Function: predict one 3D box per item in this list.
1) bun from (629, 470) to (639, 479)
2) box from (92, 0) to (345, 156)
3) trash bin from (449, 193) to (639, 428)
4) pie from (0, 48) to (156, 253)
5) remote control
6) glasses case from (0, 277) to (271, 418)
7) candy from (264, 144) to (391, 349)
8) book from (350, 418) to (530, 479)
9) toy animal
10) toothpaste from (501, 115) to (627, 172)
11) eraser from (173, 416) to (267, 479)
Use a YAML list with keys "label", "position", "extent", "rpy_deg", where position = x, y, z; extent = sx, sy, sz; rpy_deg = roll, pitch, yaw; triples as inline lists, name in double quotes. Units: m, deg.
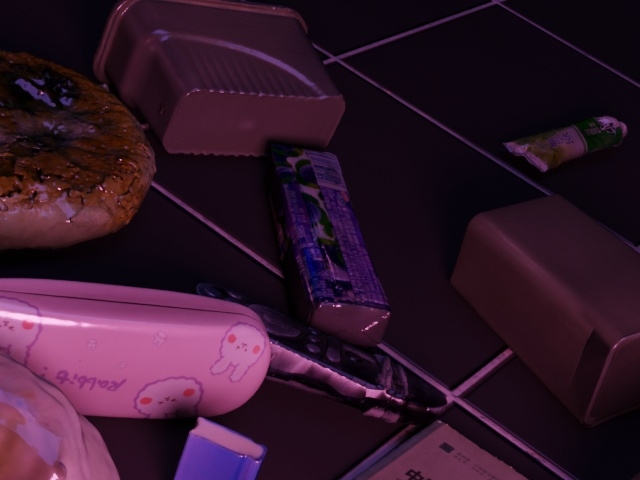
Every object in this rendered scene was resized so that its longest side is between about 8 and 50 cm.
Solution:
- label: "bun"
  position: [0.404, 0.300, 1.188]
  extent: [0.365, 0.219, 0.365]
  rpy_deg: [18, 34, -12]
- label: "box"
  position: [-0.116, -0.194, 1.709]
  extent: [0.274, 0.138, 0.178]
  rpy_deg: [-1, 43, -32]
- label: "trash bin"
  position: [0.279, 0.065, 1.553]
  extent: [0.164, 0.122, 0.240]
  rpy_deg: [-13, 43, -33]
- label: "pie"
  position: [-0.317, -0.100, 1.492]
  extent: [0.296, 0.078, 0.371]
  rpy_deg: [15, 31, -14]
- label: "remote control"
  position: [-0.009, 0.120, 1.362]
  extent: [0.265, 0.066, 0.090]
  rpy_deg: [24, 22, -5]
- label: "glasses case"
  position: [-0.186, 0.095, 1.235]
  extent: [0.296, 0.113, 0.075]
  rpy_deg: [7, 36, -22]
- label: "candy"
  position: [0.000, 0.000, 1.547]
  extent: [0.088, 0.061, 0.312]
  rpy_deg: [10, 32, -17]
- label: "book"
  position: [0.106, 0.269, 1.237]
  extent: [0.215, 0.025, 0.282]
  rpy_deg: [34, 34, 22]
- label: "toy animal"
  position: [-0.268, 0.153, 1.020]
  extent: [0.308, 0.188, 0.266]
  rpy_deg: [40, 37, 18]
- label: "toothpaste"
  position: [0.351, -0.136, 1.992]
  extent: [0.248, 0.047, 0.078]
  rpy_deg: [-17, 46, -43]
- label: "eraser"
  position: [-0.085, 0.193, 1.175]
  extent: [0.063, 0.085, 0.027]
  rpy_deg: [23, 32, 4]
